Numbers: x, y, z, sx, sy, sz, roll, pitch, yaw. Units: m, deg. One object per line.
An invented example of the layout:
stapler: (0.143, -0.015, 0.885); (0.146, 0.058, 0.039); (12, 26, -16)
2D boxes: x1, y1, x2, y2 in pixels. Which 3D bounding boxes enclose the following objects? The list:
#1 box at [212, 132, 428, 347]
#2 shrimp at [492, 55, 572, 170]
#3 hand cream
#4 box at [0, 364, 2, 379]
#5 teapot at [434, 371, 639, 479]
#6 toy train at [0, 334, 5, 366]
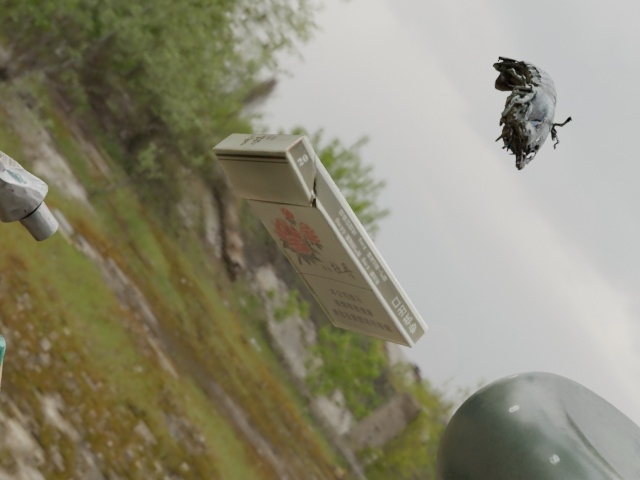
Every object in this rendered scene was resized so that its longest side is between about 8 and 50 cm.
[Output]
box: (0.000, 0.000, 0.913); (0.109, 0.029, 0.198); (9, -41, 55)
shrimp: (0.209, -0.139, 1.156); (0.174, 0.076, 0.082); (-83, 159, -52)
hand cream: (-0.318, -0.087, 0.971); (0.257, 0.050, 0.084); (43, 2, -26)
box: (-0.510, 0.121, 1.128); (0.341, 0.144, 0.225); (10, -14, 7)
teapot: (0.157, 0.178, 0.739); (0.193, 0.129, 0.294); (34, 18, -17)
toy train: (-0.288, 0.187, 0.774); (0.120, 0.298, 0.194); (13, 12, -25)
